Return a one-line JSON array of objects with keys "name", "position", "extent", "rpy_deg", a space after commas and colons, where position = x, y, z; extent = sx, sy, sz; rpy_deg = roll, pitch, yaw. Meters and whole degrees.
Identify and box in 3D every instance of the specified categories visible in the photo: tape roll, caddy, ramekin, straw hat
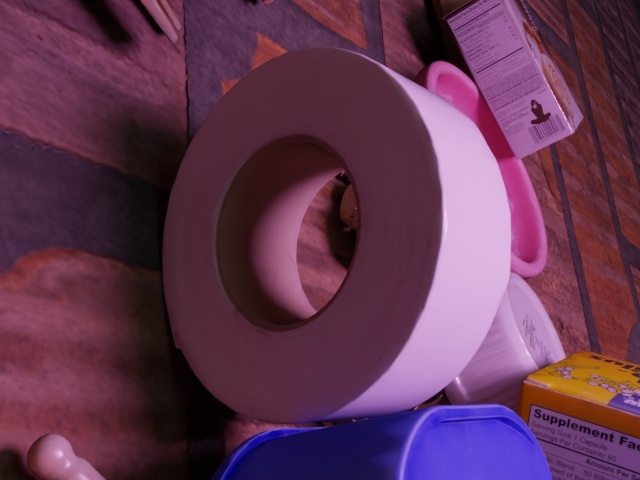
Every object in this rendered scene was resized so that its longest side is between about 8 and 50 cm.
[{"name": "tape roll", "position": [0.000, 0.000, 0.596], "extent": [0.100, 0.286, 0.286], "rpy_deg": [11, 64, -49]}, {"name": "caddy", "position": [0.050, 0.239, 0.507], "extent": [0.341, 0.179, 0.241], "rpy_deg": [19, 56, -56]}, {"name": "ramekin", "position": [0.227, 0.135, 0.952], "extent": [0.207, 0.109, 0.207], "rpy_deg": [43, 31, -34]}, {"name": "straw hat", "position": [0.057, -0.040, 0.882], "extent": [0.061, 0.144, 0.144], "rpy_deg": [29, 34, 15]}]

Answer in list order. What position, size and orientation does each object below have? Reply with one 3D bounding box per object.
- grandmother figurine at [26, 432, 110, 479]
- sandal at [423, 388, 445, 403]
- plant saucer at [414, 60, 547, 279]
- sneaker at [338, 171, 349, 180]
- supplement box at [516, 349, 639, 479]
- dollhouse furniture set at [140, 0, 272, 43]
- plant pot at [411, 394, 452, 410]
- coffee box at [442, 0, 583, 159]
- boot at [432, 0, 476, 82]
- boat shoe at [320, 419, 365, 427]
[{"name": "grandmother figurine", "position": [-0.162, 0.218, 0.430], "extent": [0.342, 0.104, 0.208], "rpy_deg": [38, 54, -33]}, {"name": "sandal", "position": [0.063, 0.125, 0.813], "extent": [0.179, 0.067, 0.040], "rpy_deg": [32, 10, -29]}, {"name": "plant saucer", "position": [0.212, -0.092, 1.078], "extent": [0.332, 0.084, 0.332], "rpy_deg": [38, 39, -39]}, {"name": "sneaker", "position": [0.046, -0.085, 0.920], "extent": [0.057, 0.047, 0.119], "rpy_deg": [-45, 110, -29]}, {"name": "supplement box", "position": [0.313, 0.324, 0.805], "extent": [0.195, 0.194, 0.356], "rpy_deg": [-4, 104, -53]}, {"name": "dollhouse furniture set", "position": [-0.050, -0.296, 0.731], "extent": [0.135, 0.262, 0.259], "rpy_deg": [54, 6, -23]}, {"name": "plant pot", "position": [0.144, 0.295, 0.855], "extent": [0.236, 0.032, 0.236], "rpy_deg": [28, 52, -44]}, {"name": "coffee box", "position": [0.305, -0.267, 1.179], "extent": [0.246, 0.098, 0.141], "rpy_deg": [61, 29, -4]}, {"name": "boot", "position": [0.263, -0.416, 1.342], "extent": [0.236, 0.089, 0.269], "rpy_deg": [-18, 86, -42]}, {"name": "boat shoe", "position": [0.009, 0.129, 0.733], "extent": [0.178, 0.060, 0.064], "rpy_deg": [54, 38, -20]}]
